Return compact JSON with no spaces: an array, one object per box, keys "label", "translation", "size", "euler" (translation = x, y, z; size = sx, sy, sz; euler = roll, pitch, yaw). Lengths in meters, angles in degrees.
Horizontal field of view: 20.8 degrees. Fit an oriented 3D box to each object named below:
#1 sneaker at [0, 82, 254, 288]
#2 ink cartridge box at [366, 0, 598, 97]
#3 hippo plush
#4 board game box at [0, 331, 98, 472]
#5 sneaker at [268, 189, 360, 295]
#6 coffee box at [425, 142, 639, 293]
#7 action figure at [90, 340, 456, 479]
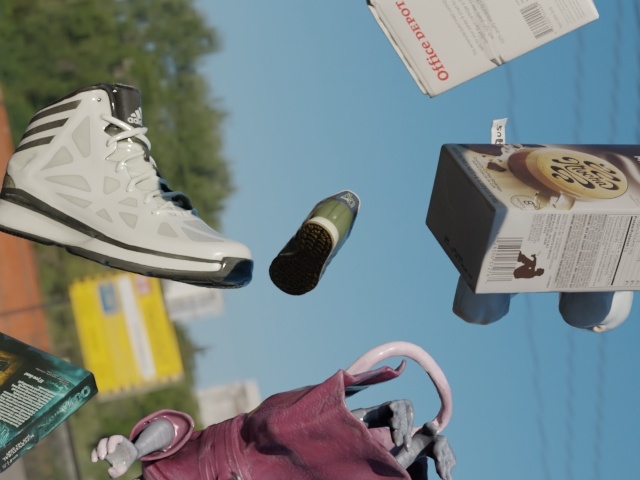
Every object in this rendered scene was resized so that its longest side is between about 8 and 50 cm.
[{"label":"sneaker","translation":[-0.270,-0.090,2.494],"size":[0.169,0.447,0.257],"euler":[16,90,-62]},{"label":"ink cartridge box","translation":[0.177,-0.279,1.963],"size":[0.158,0.218,0.092],"euler":[54,18,-34]},{"label":"hippo plush","translation":[0.320,-0.007,2.306],"size":[0.234,0.237,0.294],"euler":[-59,160,-58]},{"label":"board game box","translation":[-0.310,0.135,1.576],"size":[0.186,0.126,0.026],"euler":[19,-45,35]},{"label":"sneaker","translation":[0.000,0.000,2.190],"size":[0.064,0.086,0.192],"euler":[39,-30,2]},{"label":"coffee box","translation":[0.297,-0.029,2.067],"size":[0.168,0.297,0.119],"euler":[-122,-143,-54]},{"label":"action figure","translation":[-0.072,0.209,1.737],"size":[0.275,0.370,0.248],"euler":[-74,144,-58]}]
